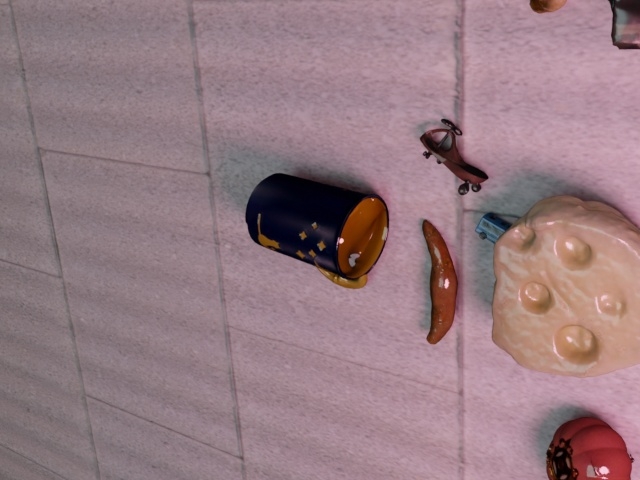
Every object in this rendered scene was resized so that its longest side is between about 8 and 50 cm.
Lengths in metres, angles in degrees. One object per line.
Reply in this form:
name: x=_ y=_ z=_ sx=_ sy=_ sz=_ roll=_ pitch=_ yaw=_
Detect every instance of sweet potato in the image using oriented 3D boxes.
sweet potato: x=0.238 y=0.087 z=1.613 sx=0.078 sy=0.058 sz=0.255 roll=15 pitch=115 yaw=56

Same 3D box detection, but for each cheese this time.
cheese: x=0.426 y=0.087 z=1.400 sx=0.326 sy=0.115 sz=0.318 roll=-36 pitch=90 yaw=33

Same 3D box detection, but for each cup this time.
cup: x=-0.013 y=0.002 z=1.696 sx=0.256 sy=0.178 sz=0.254 roll=17 pitch=117 yaw=35

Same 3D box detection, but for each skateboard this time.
skateboard: x=0.247 y=-0.157 z=1.503 sx=0.151 sy=0.067 sz=0.080 roll=46 pitch=121 yaw=19

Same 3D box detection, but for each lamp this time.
lamp: x=0.493 y=0.412 z=1.487 sx=0.182 sy=0.140 sz=0.181 roll=-173 pitch=90 yaw=-76

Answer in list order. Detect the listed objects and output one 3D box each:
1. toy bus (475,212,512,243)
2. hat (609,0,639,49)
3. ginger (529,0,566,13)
toy bus: x=0.331 y=-0.014 z=1.506 sx=0.083 sy=0.038 sz=0.046 roll=34 pitch=123 yaw=22
hat: x=0.490 y=-0.491 z=1.133 sx=0.366 sy=0.258 sz=0.381 roll=118 pitch=149 yaw=-53
ginger: x=0.310 y=-0.428 z=1.303 sx=0.214 sy=0.133 sz=0.059 roll=33 pitch=84 yaw=32
